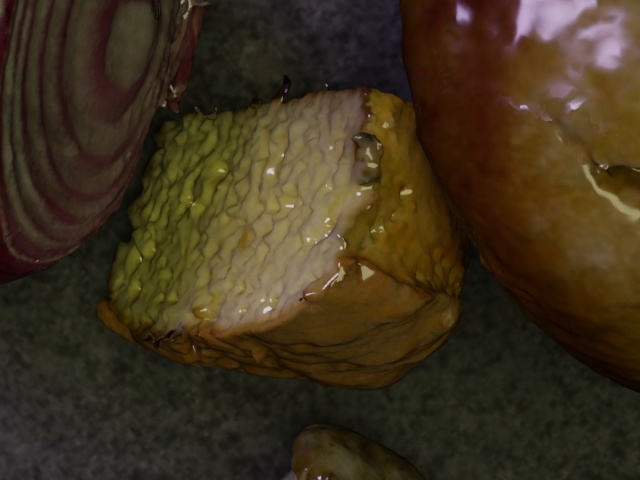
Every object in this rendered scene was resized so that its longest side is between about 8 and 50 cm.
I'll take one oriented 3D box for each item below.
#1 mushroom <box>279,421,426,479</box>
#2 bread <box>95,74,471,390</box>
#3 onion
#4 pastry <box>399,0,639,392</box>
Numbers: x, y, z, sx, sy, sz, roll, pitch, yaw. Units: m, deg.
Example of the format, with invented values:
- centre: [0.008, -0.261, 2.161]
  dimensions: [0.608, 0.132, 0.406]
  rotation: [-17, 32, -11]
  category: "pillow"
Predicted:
- centre: [-0.068, 0.223, 1.049]
  dimensions: [0.312, 0.081, 0.100]
  rotation: [-44, 95, 2]
  category: "mushroom"
- centre: [0.000, 0.000, 0.984]
  dimensions: [0.139, 0.229, 0.143]
  rotation: [14, 82, -31]
  category: "bread"
- centre: [-0.200, -0.106, 0.933]
  dimensions: [0.272, 0.256, 0.230]
  rotation: [19, 108, -47]
  category: "onion"
- centre: [0.171, -0.097, 0.943]
  dimensions: [0.164, 0.356, 0.356]
  rotation: [-7, 96, 35]
  category: "pastry"
